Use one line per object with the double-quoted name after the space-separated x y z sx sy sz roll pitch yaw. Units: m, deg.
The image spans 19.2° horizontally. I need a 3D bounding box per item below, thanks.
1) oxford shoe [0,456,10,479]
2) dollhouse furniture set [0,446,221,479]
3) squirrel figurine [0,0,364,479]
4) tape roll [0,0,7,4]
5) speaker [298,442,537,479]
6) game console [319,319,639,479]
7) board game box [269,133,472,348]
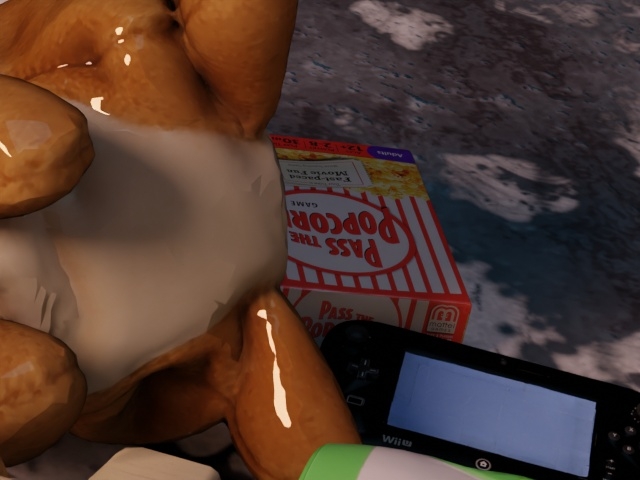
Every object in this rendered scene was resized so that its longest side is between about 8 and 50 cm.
-0.302 0.111 0.607 0.449 0.130 0.169 -7 56 -27 "oxford shoe"
-0.038 0.242 0.383 0.201 0.374 0.152 13 24 3 "dollhouse furniture set"
-0.227 -0.006 0.927 0.370 0.281 0.397 -16 24 -25 "squirrel figurine"
-0.302 -0.137 1.253 0.321 0.077 0.321 10 28 -6 "tape roll"
0.123 0.183 0.803 0.296 0.131 0.131 18 29 9 "speaker"
0.167 0.126 1.011 0.361 0.044 0.213 14 29 4 "game console"
0.000 0.000 1.164 0.146 0.045 0.193 5 30 -13 "board game box"
